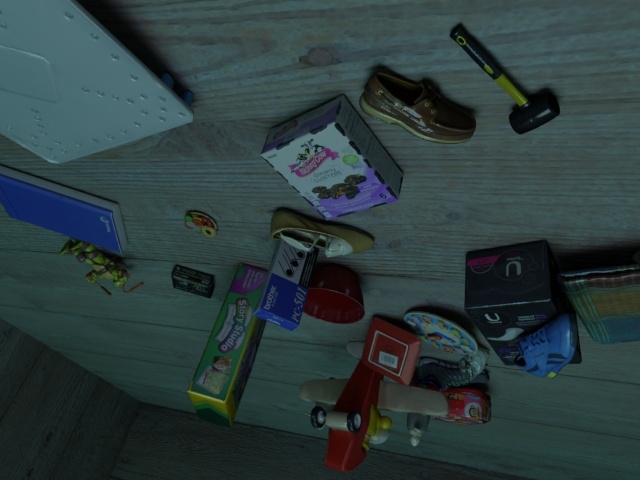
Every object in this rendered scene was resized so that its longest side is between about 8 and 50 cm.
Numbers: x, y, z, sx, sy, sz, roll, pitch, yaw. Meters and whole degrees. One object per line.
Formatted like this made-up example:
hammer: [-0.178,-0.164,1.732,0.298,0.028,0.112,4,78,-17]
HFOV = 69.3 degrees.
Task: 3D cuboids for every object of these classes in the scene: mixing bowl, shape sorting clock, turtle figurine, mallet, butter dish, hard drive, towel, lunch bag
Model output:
mixing bowl: [0.030,0.125,1.164,0.181,0.098,0.181,11,147,7]
shape sorting clock: [0.321,0.253,1.249,0.206,0.040,0.206,24,158,10]
turtle figurine: [-0.649,0.074,1.387,0.270,0.087,0.217,-3,137,40]
mallet: [0.241,-0.216,0.636,0.190,0.039,0.062,31,146,-14]
butter dish: [0.218,0.306,1.338,0.160,0.118,0.159,21,109,28]
hard drive: [-0.682,-0.077,1.219,0.319,0.040,0.210,19,147,-4]
towel: [0.655,0.133,0.917,0.271,0.040,0.370,-12,147,36]
lunch bag: [0.409,0.547,1.557,0.293,0.120,0.258,-4,158,29]

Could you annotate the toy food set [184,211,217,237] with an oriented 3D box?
toy food set: [-0.293,-0.040,1.128,0.083,0.020,0.083,13,147,5]

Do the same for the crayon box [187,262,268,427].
crayon box: [-0.240,0.297,1.290,0.106,0.363,0.313,15,147,2]

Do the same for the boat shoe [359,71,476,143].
boat shoe: [0.146,-0.194,0.675,0.178,0.064,0.060,20,149,-1]

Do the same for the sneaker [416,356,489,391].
sneaker: [0.419,0.445,1.473,0.224,0.098,0.083,8,146,12]

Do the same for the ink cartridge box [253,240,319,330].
ink cartridge box: [-0.074,0.091,1.058,0.097,0.207,0.046,27,144,-15]

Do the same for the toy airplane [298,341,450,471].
toy airplane: [0.144,0.494,1.417,0.384,0.386,0.272,-28,114,-9]

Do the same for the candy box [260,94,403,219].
candy box: [0.023,-0.134,0.810,0.165,0.070,0.196,-14,137,38]

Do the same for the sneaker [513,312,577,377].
sneaker: [0.422,0.201,0.878,0.082,0.069,0.209,9,144,13]

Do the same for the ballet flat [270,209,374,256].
ballet flat: [0.000,0.000,1.015,0.232,0.073,0.080,15,147,0]

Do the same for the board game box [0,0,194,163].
board game box: [-0.468,-0.282,0.733,0.390,0.050,0.390,-8,152,27]

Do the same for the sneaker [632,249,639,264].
sneaker: [0.634,0.048,0.852,0.119,0.047,0.057,11,158,10]

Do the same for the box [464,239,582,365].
box: [0.430,0.142,0.978,0.165,0.143,0.270,-13,137,34]

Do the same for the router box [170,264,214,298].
router box: [-0.383,0.124,1.393,0.122,0.038,0.092,17,147,-2]

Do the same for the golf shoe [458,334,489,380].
golf shoe: [0.443,0.319,1.327,0.086,0.069,0.176,-24,130,-11]
